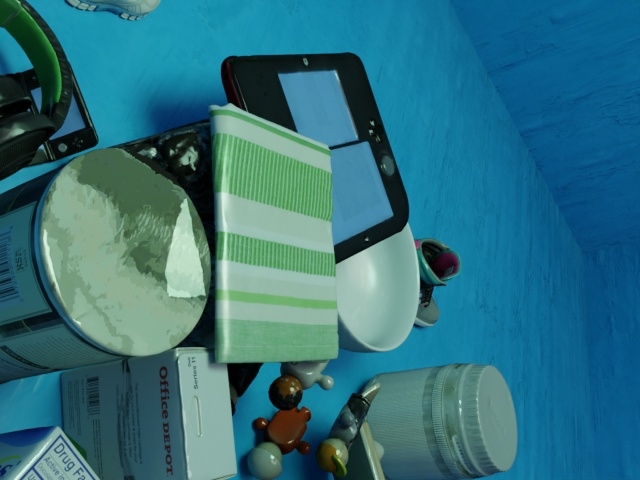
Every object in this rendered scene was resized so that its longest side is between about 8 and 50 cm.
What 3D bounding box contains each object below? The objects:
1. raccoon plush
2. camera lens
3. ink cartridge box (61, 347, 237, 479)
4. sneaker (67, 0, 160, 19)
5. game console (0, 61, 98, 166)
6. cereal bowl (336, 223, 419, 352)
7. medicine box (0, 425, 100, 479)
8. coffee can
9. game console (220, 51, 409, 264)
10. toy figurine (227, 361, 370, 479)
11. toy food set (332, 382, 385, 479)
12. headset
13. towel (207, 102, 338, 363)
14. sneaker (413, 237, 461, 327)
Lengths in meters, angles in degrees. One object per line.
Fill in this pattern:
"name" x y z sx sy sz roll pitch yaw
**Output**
"raccoon plush" -0.165 -0.019 0.995 0.446 0.216 0.299 -36 115 -56
"camera lens" 0.225 0.364 1.345 0.219 0.274 0.219 28 55 -49
"ink cartridge box" -0.208 0.217 0.806 0.087 0.208 0.153 12 68 -55
"sneaker" -0.301 -0.390 1.036 0.191 0.083 0.071 -28 99 -58
"game console" -0.362 -0.163 0.862 0.071 0.107 0.122 -78 149 -82
"cereal bowl" 0.049 0.050 1.281 0.339 0.141 0.339 22 62 -49
"medicine box" -0.309 0.376 0.641 0.263 0.149 0.289 62 34 -19
"coffee can" -0.283 0.039 0.703 0.201 0.275 0.201 28 55 -49
"game console" 0.014 -0.144 1.118 0.386 0.060 0.342 -24 100 -54
"toy figurine" -0.051 0.259 1.032 0.213 0.209 0.148 61 40 -19
"toy food set" 0.105 0.424 1.134 0.092 0.219 0.306 -7 57 -18
"headset" -0.387 -0.154 0.688 0.243 0.185 0.394 38 43 -32
"towel" -0.058 -0.001 0.899 0.248 0.038 0.324 14 70 -53
"sneaker" 0.259 0.094 1.600 0.295 0.178 0.124 48 41 -36
